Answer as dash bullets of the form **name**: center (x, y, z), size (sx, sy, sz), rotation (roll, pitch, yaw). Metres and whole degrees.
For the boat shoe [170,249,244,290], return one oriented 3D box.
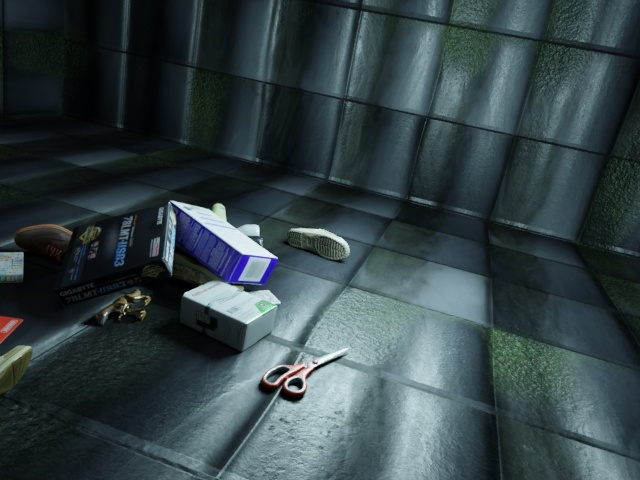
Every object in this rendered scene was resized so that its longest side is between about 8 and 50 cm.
- **boat shoe**: center (-0.359, 0.114, 1.616), size (0.285, 0.089, 0.104), rotation (23, 1, 24)

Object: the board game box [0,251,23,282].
- **board game box**: center (-0.890, 0.074, 1.494), size (0.103, 0.026, 0.154), rotation (1, 21, -29)

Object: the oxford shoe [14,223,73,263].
- **oxford shoe**: center (-0.790, 0.018, 1.615), size (0.271, 0.097, 0.098), rotation (8, 25, -10)

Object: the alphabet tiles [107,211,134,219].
- **alphabet tiles**: center (-0.687, -0.067, 1.875), size (0.285, 0.011, 0.342), rotation (-8, 14, 16)

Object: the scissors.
- **scissors**: center (-0.033, 0.305, 1.323), size (0.109, 0.021, 0.297), rotation (18, 21, 24)

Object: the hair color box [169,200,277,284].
- **hair color box**: center (-0.320, 0.008, 1.652), size (0.339, 0.110, 0.185), rotation (35, 11, 28)

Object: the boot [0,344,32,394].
- **boot**: center (-0.679, 0.246, 1.018), size (0.165, 0.077, 0.213), rotation (20, 23, 2)

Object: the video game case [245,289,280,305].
- **video game case**: center (-0.193, 0.178, 1.616), size (0.122, 0.011, 0.087), rotation (-2, 23, -33)

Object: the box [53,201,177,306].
- **box**: center (-0.554, 0.028, 1.481), size (0.293, 0.073, 0.295), rotation (-16, 37, 0)

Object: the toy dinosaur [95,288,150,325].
- **toy dinosaur**: center (-0.504, 0.159, 1.414), size (0.112, 0.064, 0.211), rotation (14, 19, 12)

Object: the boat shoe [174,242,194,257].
- **boat shoe**: center (-0.499, 0.014, 1.766), size (0.302, 0.109, 0.094), rotation (20, 18, 17)

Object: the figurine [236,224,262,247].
- **figurine**: center (-0.325, 0.001, 1.948), size (0.209, 0.092, 0.215), rotation (2, 19, -13)

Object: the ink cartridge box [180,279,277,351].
- **ink cartridge box**: center (-0.245, 0.194, 1.420), size (0.208, 0.087, 0.153), rotation (20, 21, 23)

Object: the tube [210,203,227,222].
- **tube**: center (-0.417, -0.077, 2.165), size (0.070, 0.062, 0.240), rotation (-33, 28, 5)

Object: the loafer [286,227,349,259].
- **loafer**: center (0.000, 0.000, 2.098), size (0.268, 0.102, 0.092), rotation (18, 26, 22)

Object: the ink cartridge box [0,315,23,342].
- **ink cartridge box**: center (-0.822, 0.193, 1.143), size (0.239, 0.060, 0.275), rotation (8, 19, -6)
